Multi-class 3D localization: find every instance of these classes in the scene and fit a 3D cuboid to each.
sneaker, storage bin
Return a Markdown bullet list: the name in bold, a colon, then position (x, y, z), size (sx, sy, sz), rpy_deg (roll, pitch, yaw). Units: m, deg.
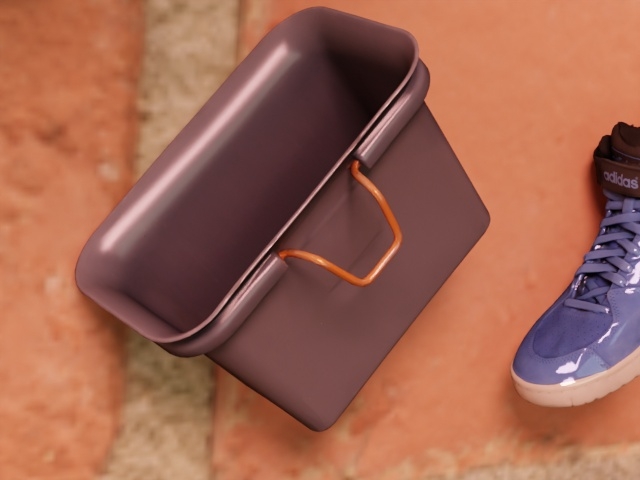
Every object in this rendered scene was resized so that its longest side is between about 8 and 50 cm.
- **sneaker**: position (0.127, -0.003, 0.570), size (0.152, 0.058, 0.084), rpy_deg (-36, 121, -23)
- **storage bin**: position (0.000, 0.000, 0.487), size (0.135, 0.098, 0.091), rpy_deg (-52, 130, -10)
